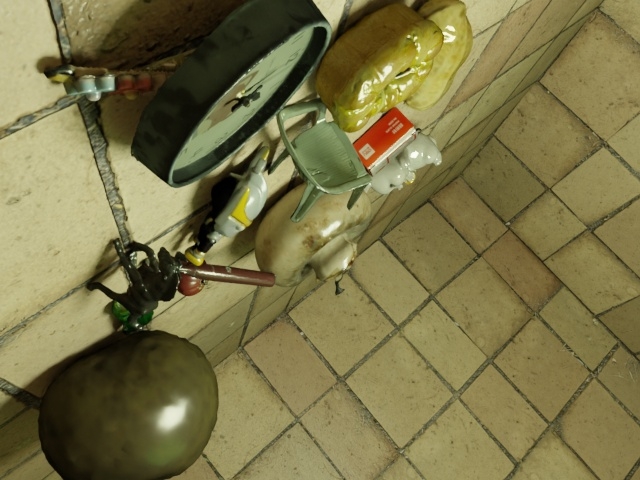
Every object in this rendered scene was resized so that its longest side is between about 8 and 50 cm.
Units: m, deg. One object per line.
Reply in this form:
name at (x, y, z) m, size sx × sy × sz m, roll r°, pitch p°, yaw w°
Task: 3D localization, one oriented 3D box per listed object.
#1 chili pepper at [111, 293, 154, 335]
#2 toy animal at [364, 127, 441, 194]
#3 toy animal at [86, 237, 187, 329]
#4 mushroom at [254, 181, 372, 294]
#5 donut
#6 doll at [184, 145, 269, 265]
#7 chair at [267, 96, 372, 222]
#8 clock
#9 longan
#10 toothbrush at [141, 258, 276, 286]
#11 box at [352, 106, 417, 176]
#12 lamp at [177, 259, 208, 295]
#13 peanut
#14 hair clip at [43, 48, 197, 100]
chili pepper at (-0.438, 0.178, 1.341) m, size 0.098 × 0.061 × 0.224 m, roll -38°, pitch 167°, yaw -21°
toy animal at (0.229, -0.241, 1.809) m, size 0.325 × 0.154 × 0.208 m, roll -22°, pitch -166°, yaw 9°
toy animal at (-0.343, 0.083, 1.064) m, size 0.233 × 0.148 × 0.084 m, roll -49°, pitch 166°, yaw 33°
mushroom at (0.000, 0.000, 1.538) m, size 0.362 × 0.295 × 0.362 m, roll -39°, pitch 168°, yaw -10°
donut at (0.111, -0.334, 1.062) m, size 0.261 × 0.128 × 0.208 m, roll -37°, pitch 167°, yaw -22°
doll at (-0.193, -0.059, 1.167) m, size 0.316 × 0.103 × 0.145 m, roll -43°, pitch 175°, yaw 38°
chair at (-0.011, -0.158, 1.158) m, size 0.190 × 0.204 × 0.275 m, roll -25°, pitch 169°, yaw -20°
clock at (-0.116, -0.202, 0.774) m, size 0.325 × 0.067 × 0.325 m, roll -44°, pitch -178°, yaw 2°
longan at (-0.467, 0.441, 1.420) m, size 0.435 × 0.404 × 0.404 m, roll -33°, pitch 167°, yaw -42°
toothbrush at (-0.249, 0.075, 1.311) m, size 0.363 × 0.041 × 0.041 m, roll 12°, pitch 131°, yaw -44°
box at (0.185, -0.278, 1.614) m, size 0.182 × 0.099 × 0.133 m, roll -42°, pitch 171°, yaw 3°
lamp at (-0.309, 0.083, 1.340) m, size 0.101 × 0.090 × 0.101 m, roll 12°, pitch 90°, yaw -78°
peanut at (0.244, -0.405, 1.229) m, size 0.147 × 0.147 × 0.305 m, roll -37°, pitch 169°, yaw -23°
hair clip at (-0.220, -0.190, 0.672) m, size 0.062 × 0.056 × 0.214 m, roll -4°, pitch -162°, yaw 39°
